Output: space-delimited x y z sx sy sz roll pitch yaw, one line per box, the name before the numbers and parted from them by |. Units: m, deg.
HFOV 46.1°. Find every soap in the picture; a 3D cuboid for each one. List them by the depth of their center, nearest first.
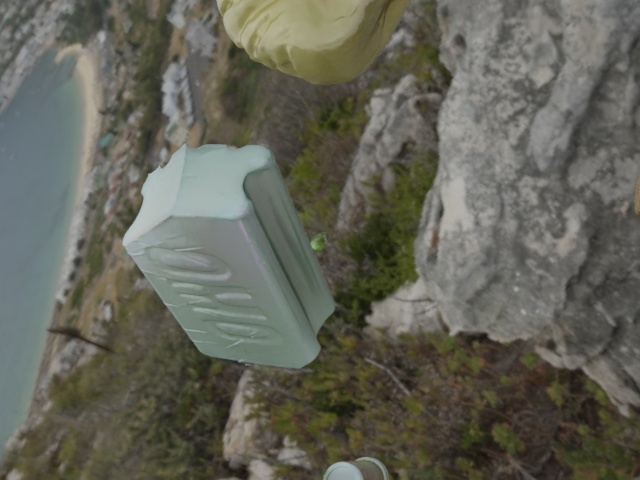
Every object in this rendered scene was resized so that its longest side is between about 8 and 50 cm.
soap | -0.099 0.027 0.826 0.173 0.289 0.095 4 54 20

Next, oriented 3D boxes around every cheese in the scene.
cheese | -0.006 -0.294 0.831 0.214 0.117 0.226 28 100 20

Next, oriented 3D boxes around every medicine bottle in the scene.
medicine bottle | 0.057 0.380 1.190 0.074 0.218 0.074 -4 74 13

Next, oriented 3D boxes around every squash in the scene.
squash | -0.001 0.001 1.244 0.027 0.027 0.089 -53 -1 11

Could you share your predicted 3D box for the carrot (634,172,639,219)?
carrot | 0.325 0.010 0.630 0.066 0.314 0.066 -16 59 30
